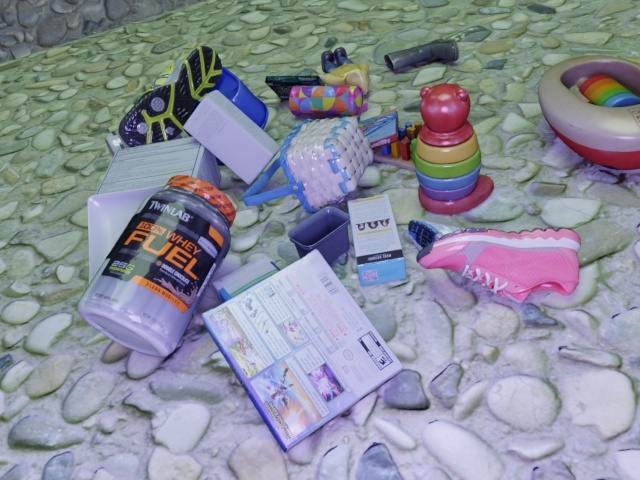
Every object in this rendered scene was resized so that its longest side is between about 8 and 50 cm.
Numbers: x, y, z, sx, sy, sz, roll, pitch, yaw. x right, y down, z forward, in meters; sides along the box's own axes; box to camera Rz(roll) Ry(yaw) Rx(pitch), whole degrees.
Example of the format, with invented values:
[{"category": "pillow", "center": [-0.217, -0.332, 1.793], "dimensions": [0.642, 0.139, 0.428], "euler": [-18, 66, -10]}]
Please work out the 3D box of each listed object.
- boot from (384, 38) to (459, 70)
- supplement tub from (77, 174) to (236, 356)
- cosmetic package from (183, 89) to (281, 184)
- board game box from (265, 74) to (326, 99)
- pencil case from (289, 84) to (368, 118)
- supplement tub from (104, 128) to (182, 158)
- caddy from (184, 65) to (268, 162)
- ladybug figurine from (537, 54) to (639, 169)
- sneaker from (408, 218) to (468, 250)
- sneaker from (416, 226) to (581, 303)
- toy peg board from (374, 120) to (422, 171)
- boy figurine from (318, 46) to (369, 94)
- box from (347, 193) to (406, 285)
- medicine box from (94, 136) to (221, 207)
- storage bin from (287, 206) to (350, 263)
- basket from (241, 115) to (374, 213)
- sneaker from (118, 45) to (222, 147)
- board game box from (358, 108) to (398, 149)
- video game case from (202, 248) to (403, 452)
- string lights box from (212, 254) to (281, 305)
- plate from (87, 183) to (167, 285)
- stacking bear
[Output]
[{"category": "boot", "center": [0.338, -0.622, 2.096], "dimensions": [0.208, 0.076, 0.189], "euler": [-14, 22, -12]}, {"category": "supplement tub", "center": [-0.316, 0.046, 1.266], "dimensions": [0.207, 0.207, 0.338], "euler": [9, 60, 27]}, {"category": "cosmetic package", "center": [-0.229, -0.270, 1.632], "dimensions": [0.117, 0.231, 0.085], "euler": [-44, 8, 29]}, {"category": "board game box", "center": [-0.070, -0.494, 2.020], "dimensions": [0.186, 0.126, 0.026], "euler": [6, 78, 23]}, {"category": "pencil case", "center": [0.021, -0.430, 1.931], "dimensions": [0.236, 0.104, 0.104], "euler": [8, 42, 22]}, {"category": "supplement tub", "center": [-0.524, -0.287, 1.865], "dimensions": [0.199, 0.144, 0.144], "euler": [-27, 39, -18]}, {"category": "caddy", "center": [-0.297, -0.375, 1.891], "dimensions": [0.241, 0.179, 0.341], "euler": [-42, 42, -1]}, {"category": "ladybug figurine", "center": [0.698, -0.305, 1.509], "dimensions": [0.305, 0.162, 0.449], "euler": [-10, 37, 3]}, {"category": "sneaker", "center": [0.278, -0.004, 1.338], "dimensions": [0.190, 0.071, 0.083], "euler": [27, 46, 30]}, {"category": "sneaker", "center": [0.342, 0.052, 1.182], "dimensions": [0.313, 0.116, 0.136], "euler": [-2, 74, 4]}, {"category": "toy peg board", "center": [0.247, -0.271, 1.669], "dimensions": [0.160, 0.079, 0.161], "euler": [24, 50, 38]}, {"category": "boy figurine", "center": [0.081, -0.557, 2.078], "dimensions": [0.177, 0.092, 0.285], "euler": [-16, 34, -8]}, {"category": "box", "center": [0.122, -0.007, 1.383], "dimensions": [0.100, 0.060, 0.244], "euler": [-10, 37, 4]}, {"category": "medicine box", "center": [-0.417, -0.132, 1.633], "dimensions": [0.263, 0.149, 0.289], "euler": [-8, 37, 6]}, {"category": "storage bin", "center": [0.000, 0.000, 1.386], "dimensions": [0.135, 0.091, 0.098], "euler": [-34, 42, -26]}, {"category": "basket", "center": [-0.033, -0.179, 1.541], "dimensions": [0.288, 0.201, 0.255], "euler": [-7, 31, 30]}, {"category": "sneaker", "center": [-0.439, -0.403, 1.805], "dimensions": [0.147, 0.145, 0.385], "euler": [7, 50, 50]}, {"category": "board game box", "center": [0.078, -0.272, 1.710], "dimensions": [0.281, 0.027, 0.145], "euler": [-17, 36, 19]}, {"category": "video game case", "center": [-0.033, 0.184, 1.089], "dimensions": [0.244, 0.061, 0.269], "euler": [-29, 69, -21]}, {"category": "string lights box", "center": [-0.098, 0.142, 1.246], "dimensions": [0.133, 0.077, 0.259], "euler": [-28, 40, -19]}, {"category": "plate", "center": [-0.397, 0.011, 1.438], "dimensions": [0.278, 0.045, 0.277], "euler": [-9, 73, 6]}, {"category": "stacking bear", "center": [0.289, -0.219, 1.416], "dimensions": [0.175, 0.289, 0.164], "euler": [14, 45, 31]}]
